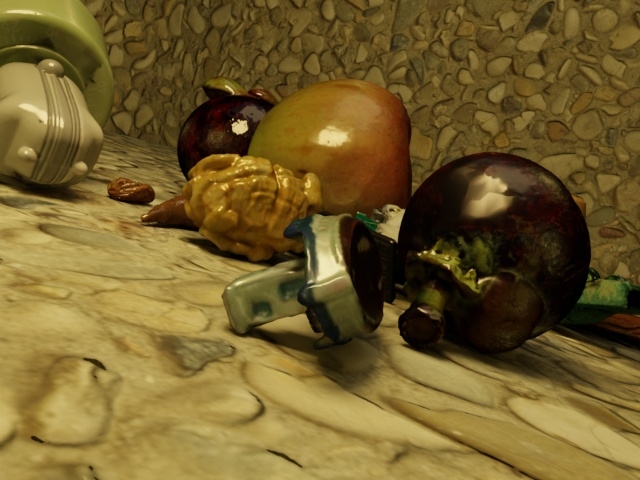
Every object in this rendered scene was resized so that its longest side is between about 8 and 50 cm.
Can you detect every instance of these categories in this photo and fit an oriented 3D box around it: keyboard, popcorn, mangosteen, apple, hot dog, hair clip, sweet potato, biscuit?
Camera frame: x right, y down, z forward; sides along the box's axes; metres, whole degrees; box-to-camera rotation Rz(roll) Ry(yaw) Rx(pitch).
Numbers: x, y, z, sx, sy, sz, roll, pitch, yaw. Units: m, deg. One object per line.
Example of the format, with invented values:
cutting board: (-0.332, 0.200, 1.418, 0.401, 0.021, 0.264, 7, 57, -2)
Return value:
keyboard: (0.000, 0.000, 0.913, 0.018, 0.101, 0.309, -20, 30, -35)
popcorn: (-0.085, -0.039, 0.837, 0.163, 0.140, 0.194, 12, -7, 28)
mangosteen: (0.177, 0.021, 0.699, 0.231, 0.231, 0.289, 22, 28, 34)
apple: (0.024, -0.137, 1.184, 0.305, 0.339, 0.338, -1, 3, 11)
hot dog: (-0.309, -0.081, 0.999, 0.058, 0.035, 0.083, 17, 5, 27)
mangosteen: (-0.185, -0.216, 1.374, 0.288, 0.288, 0.288, 17, 7, -2)
hair clip: (0.143, -0.021, 0.889, 0.116, 0.049, 0.172, 12, 32, 8)
sweet potato: (-0.192, -0.043, 0.923, 0.068, 0.068, 0.226, 20, 25, 19)
biscuit: (0.573, 0.160, 1.249, 0.277, 0.052, 0.262, 17, 2, 0)

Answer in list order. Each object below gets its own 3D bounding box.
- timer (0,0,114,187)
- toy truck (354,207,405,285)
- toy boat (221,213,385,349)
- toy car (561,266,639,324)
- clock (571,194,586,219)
timer: (-0.419, -0.192, 0.881, 0.290, 0.291, 0.315, 11, 32, -44)
toy truck: (0.138, 0.035, 0.940, 0.216, 0.110, 0.116, 19, 20, 10)
toy boat: (-0.010, 0.036, 0.546, 0.115, 0.114, 0.262, -14, 2, 12)
toy car: (0.413, 0.097, 1.071, 0.141, 0.097, 0.320, 12, -7, -37)
clock: (0.373, -0.021, 1.245, 0.317, 0.200, 0.244, 0, -1, 32)
